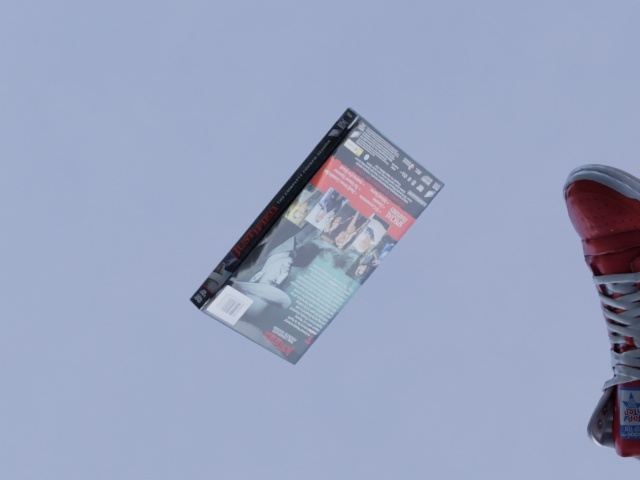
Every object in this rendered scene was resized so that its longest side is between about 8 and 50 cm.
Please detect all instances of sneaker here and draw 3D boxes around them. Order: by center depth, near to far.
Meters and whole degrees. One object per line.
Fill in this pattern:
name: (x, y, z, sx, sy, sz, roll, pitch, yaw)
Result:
sneaker: (0.114, 0.033, 0.694, 0.042, 0.067, 0.118, -6, -52, 49)

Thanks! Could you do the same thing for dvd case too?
dvd case: (0.000, 0.000, 0.930, 0.119, 0.087, 0.013, -52, -128, 4)
